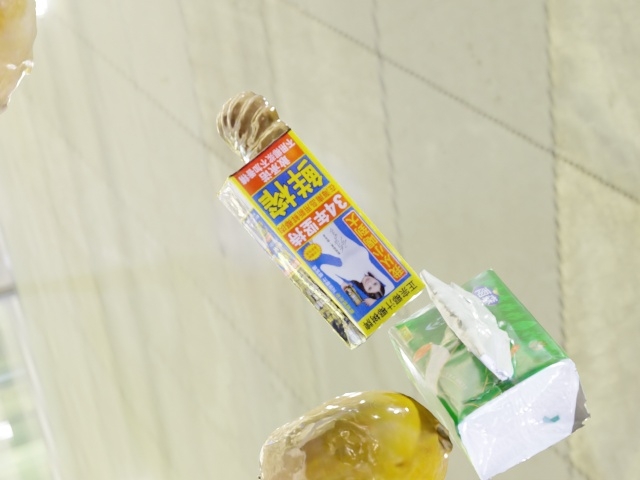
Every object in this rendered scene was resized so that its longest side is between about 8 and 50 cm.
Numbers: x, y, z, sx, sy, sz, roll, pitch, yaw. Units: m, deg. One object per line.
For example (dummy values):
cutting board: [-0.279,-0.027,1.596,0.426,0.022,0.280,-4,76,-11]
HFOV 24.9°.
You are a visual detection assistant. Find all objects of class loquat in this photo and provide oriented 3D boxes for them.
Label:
loquat: [0.032,0.253,1.574,0.187,0.234,0.176,44,-155,-70]

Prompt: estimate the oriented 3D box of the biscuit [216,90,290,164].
biscuit: [-0.080,-0.121,1.857,0.183,0.061,0.118,54,154,28]

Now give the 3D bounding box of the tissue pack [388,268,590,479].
tissue pack: [0.180,0.129,1.630,0.156,0.148,0.209,66,175,-32]

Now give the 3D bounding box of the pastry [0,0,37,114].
pastry: [-0.343,-0.194,1.007,0.184,0.285,0.315,-27,-74,-74]

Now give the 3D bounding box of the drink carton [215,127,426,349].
drink carton: [0.000,0.000,1.136,0.165,0.071,0.056,50,161,2]
